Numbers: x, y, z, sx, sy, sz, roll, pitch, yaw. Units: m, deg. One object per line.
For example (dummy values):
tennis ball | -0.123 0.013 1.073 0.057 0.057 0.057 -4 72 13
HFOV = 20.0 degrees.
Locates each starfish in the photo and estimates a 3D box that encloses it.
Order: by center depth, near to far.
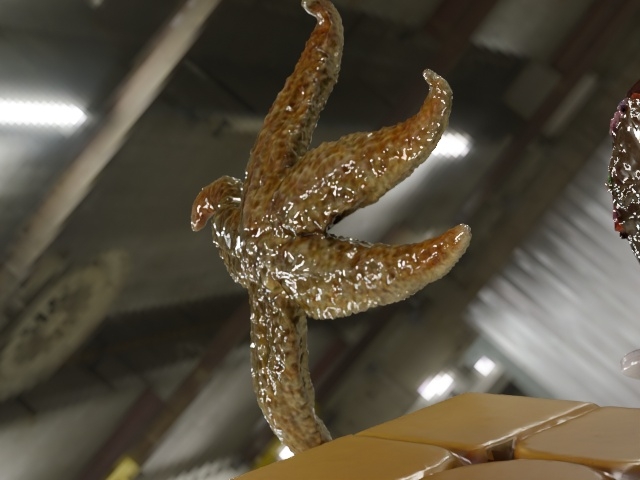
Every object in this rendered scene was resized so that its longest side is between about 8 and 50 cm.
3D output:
starfish | -0.010 0.002 1.260 0.094 0.375 0.327 0 -75 -28

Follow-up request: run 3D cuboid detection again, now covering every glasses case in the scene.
glasses case | 0.242 0.085 1.231 0.083 0.021 0.032 5 -22 -22

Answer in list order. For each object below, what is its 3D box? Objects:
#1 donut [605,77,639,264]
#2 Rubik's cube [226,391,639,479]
donut | 0.324 -0.027 1.345 0.103 0.270 0.270 -24 -25 -29
Rubik's cube | 0.093 0.242 0.777 0.291 0.291 0.290 -15 -79 -42
